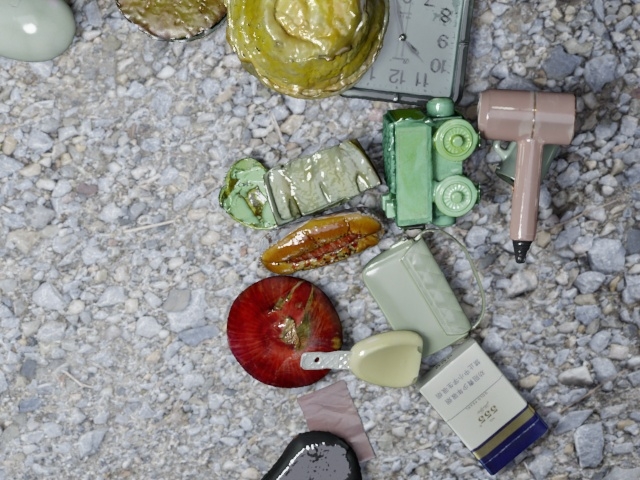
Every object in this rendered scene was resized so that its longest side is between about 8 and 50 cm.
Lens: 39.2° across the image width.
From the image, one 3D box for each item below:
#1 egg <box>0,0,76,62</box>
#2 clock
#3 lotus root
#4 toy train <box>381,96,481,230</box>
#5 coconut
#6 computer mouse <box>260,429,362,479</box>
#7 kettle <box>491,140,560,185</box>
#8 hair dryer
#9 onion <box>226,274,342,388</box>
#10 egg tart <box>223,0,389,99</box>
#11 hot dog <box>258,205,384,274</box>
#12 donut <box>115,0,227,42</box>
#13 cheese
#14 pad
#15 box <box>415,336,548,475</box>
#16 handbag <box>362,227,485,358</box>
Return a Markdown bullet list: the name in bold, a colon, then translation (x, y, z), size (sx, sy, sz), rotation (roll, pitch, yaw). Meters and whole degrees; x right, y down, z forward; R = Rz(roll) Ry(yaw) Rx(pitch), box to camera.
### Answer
- **egg**: translation (-0.583, -0.426, 1.752), size (0.209, 0.151, 0.151), rotation (8, 95, -4)
- **clock**: translation (0.170, -0.421, 1.852), size (0.273, 0.049, 0.279), rotation (6, 96, -4)
- **lotus root**: translation (-0.004, -0.117, 1.826), size (0.235, 0.138, 0.119), rotation (-22, 90, -11)
- **toy train**: translation (0.218, -0.155, 1.822), size (0.188, 0.159, 0.272), rotation (-5, 110, -2)
- **coconut**: translation (-0.146, -0.093, 1.861), size (0.133, 0.055, 0.158), rotation (-15, 98, -3)
- **computer mouse**: translation (-0.047, 0.548, 1.904), size (0.183, 0.116, 0.323), rotation (39, 86, -6)
- **kettle**: translation (0.430, -0.188, 1.876), size (0.127, 0.098, 0.148), rotation (29, 92, 22)
- **hair dryer**: translation (0.395, -0.126, 1.782), size (0.189, 0.107, 0.344), rotation (5, 89, 8)
- **onion**: translation (-0.075, 0.193, 1.852), size (0.248, 0.161, 0.248), rotation (3, 110, 9)
- **egg tart**: translation (-0.021, -0.446, 1.736), size (0.345, 0.132, 0.345), rotation (-1, 98, -7)
- **hot dog**: translation (0.000, 0.000, 1.847), size (0.268, 0.144, 0.075), rotation (-17, 60, 4)
- **donut**: translation (-0.281, -0.523, 1.791), size (0.272, 0.107, 0.272), rotation (-1, 95, -9)
- **cheese**: translation (0.082, 0.241, 1.818), size (0.251, 0.054, 0.127), rotation (0, 111, -16)
- **pad**: translation (0.034, 0.406, 1.950), size (0.113, 0.006, 0.188), rotation (-22, 95, 0)
- **box**: translation (0.347, 0.357, 1.932), size (0.168, 0.071, 0.259), rotation (-39, 97, 1)
- **handbag**: translation (0.228, 0.105, 1.881), size (0.219, 0.079, 0.256), rotation (-29, 97, 11)
